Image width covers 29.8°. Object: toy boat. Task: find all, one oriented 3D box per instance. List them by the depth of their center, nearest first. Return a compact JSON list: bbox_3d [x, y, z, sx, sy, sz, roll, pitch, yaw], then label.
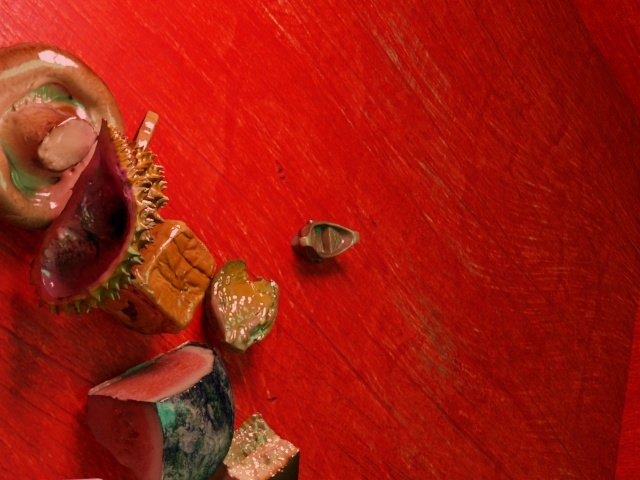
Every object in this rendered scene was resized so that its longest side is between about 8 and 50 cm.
[{"bbox_3d":[0.000,0.000,2.334,0.185,0.071,0.089,-6,88,-54],"label":"toy boat"}]

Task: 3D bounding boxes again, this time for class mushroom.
[{"bbox_3d":[-0.409,-0.149,1.727,0.278,0.146,0.278,-12,108,-41],"label":"mushroom"}]

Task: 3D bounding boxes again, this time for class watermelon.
[{"bbox_3d":[-0.240,0.240,1.852,0.318,0.226,0.148,-87,-175,-62],"label":"watermelon"}]

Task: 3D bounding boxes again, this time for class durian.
[{"bbox_3d":[-0.300,0.001,1.709,0.154,0.260,0.186,24,28,-33],"label":"durian"}]

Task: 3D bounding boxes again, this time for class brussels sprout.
[{"bbox_3d":[-0.146,0.114,2.086,0.139,0.100,0.181,40,52,-30],"label":"brussels sprout"}]

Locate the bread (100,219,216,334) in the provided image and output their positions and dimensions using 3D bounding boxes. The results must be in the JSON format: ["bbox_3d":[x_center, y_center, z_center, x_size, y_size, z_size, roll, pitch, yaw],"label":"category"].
[{"bbox_3d":[-0.266,0.055,1.877,0.149,0.158,0.143,56,43,-40],"label":"bread"}]

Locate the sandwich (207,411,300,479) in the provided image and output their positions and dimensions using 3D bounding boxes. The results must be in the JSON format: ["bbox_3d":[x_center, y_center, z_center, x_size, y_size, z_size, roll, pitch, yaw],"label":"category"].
[{"bbox_3d":[-0.102,0.377,1.989,0.108,0.186,0.220,42,29,20],"label":"sandwich"}]

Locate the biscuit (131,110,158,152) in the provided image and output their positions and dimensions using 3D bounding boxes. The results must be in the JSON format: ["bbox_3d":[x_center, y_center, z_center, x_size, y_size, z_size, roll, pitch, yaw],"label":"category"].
[{"bbox_3d":[-0.306,-0.102,1.877,0.040,0.144,0.236,33,55,-15],"label":"biscuit"}]

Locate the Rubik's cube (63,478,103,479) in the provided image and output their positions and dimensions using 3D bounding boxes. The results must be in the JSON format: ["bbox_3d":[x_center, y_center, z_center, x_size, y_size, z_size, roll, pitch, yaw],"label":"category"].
[{"bbox_3d":[-0.324,0.510,1.548,0.316,0.319,0.322,39,51,-43],"label":"Rubik's cube"}]
